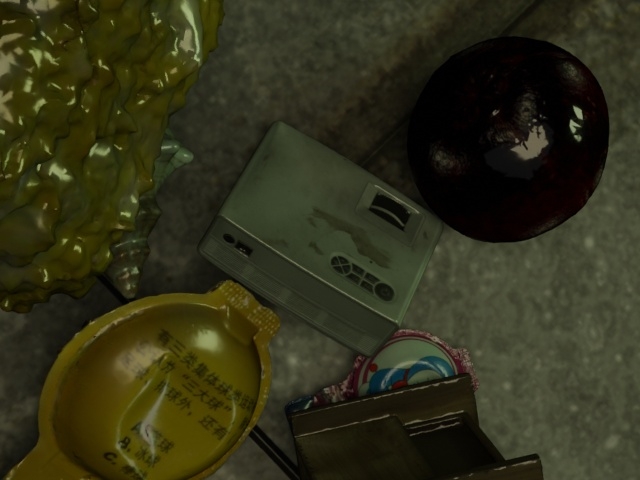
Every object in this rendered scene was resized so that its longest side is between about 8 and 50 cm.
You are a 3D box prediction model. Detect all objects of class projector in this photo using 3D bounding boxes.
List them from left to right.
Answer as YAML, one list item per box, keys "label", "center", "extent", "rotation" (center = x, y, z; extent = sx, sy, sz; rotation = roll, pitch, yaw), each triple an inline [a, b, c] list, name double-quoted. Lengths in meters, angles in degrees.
- label: "projector"
  center: [0.000, 0.000, 1.144]
  extent: [0.147, 0.061, 0.115]
  rotation: [32, 48, -5]

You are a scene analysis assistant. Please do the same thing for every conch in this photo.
- label: "conch"
  center: [-0.173, -0.062, 1.127]
  extent: [0.137, 0.114, 0.234]
  rotation: [-33, 61, -14]

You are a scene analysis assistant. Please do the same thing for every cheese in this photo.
- label: "cheese"
  center: [-0.139, 0.135, 1.132]
  extent: [0.270, 0.069, 0.177]
  rotation: [-46, 129, 5]
- label: "cheese"
  center: [0.046, 0.117, 1.188]
  extent: [0.145, 0.038, 0.095]
  rotation: [-20, 94, -8]

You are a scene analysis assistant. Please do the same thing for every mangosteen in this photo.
- label: "mangosteen"
  center: [0.138, -0.068, 1.153]
  extent: [0.152, 0.152, 0.153]
  rotation: [0, 92, -8]

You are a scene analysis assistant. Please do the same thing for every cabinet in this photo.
- label: "cabinet"
  center: [0.068, 0.229, 1.105]
  extent: [0.148, 0.175, 0.215]
  rotation: [-11, 106, -8]

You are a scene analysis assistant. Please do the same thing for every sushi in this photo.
- label: "sushi"
  center: [-0.282, -0.131, 0.986]
  extent: [0.396, 0.240, 0.351]
  rotation: [15, 81, 19]
